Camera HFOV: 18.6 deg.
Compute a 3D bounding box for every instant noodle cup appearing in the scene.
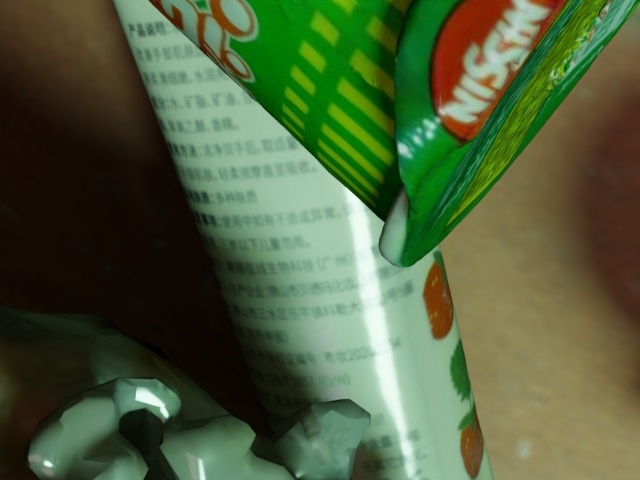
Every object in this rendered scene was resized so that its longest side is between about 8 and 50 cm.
[{"bbox_3d":[-0.014,-0.142,0.401,0.232,0.207,0.207,38,128,5],"label":"instant noodle cup"}]

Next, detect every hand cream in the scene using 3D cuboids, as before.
[{"bbox_3d":[0.000,0.000,0.570,0.095,0.059,0.276,-4,116,28],"label":"hand cream"}]

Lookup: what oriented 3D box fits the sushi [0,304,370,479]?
[{"bbox_3d":[-0.144,0.144,0.573,0.417,0.176,0.417,14,146,10],"label":"sushi"}]
